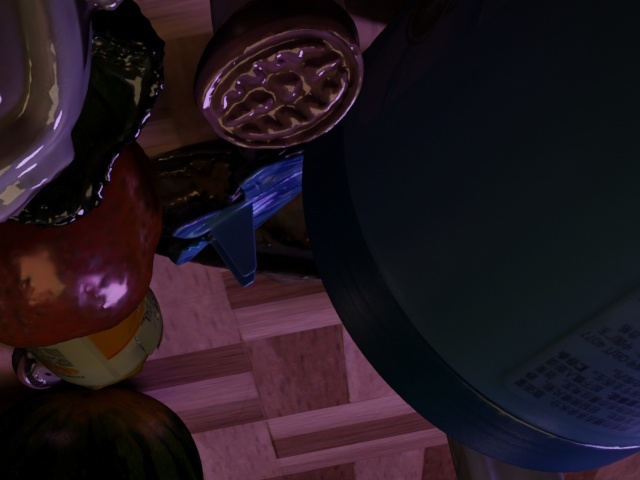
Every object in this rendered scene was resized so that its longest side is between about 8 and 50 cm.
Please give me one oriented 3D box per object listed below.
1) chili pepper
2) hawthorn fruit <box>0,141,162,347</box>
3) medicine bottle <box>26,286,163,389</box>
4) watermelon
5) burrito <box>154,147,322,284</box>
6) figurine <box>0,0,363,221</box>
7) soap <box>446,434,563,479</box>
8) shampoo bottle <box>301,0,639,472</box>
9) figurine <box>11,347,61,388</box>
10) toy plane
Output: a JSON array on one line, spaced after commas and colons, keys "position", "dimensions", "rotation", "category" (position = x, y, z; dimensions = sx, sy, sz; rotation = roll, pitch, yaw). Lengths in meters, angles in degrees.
[{"position": [-0.215, -0.081, 0.886], "dimensions": [0.265, 0.148, 0.116], "rotation": [-18, 157, 6], "category": "chili pepper"}, {"position": [-0.194, -0.022, 1.011], "dimensions": [0.189, 0.189, 0.189], "rotation": [-10, 158, -4], "category": "hawthorn fruit"}, {"position": [-0.206, 0.049, 1.230], "dimensions": [0.124, 0.124, 0.239], "rotation": [-12, 161, 2], "category": "medicine bottle"}, {"position": [-0.256, 0.283, 1.621], "dimensions": [0.269, 0.269, 0.269], "rotation": [-10, 158, -4], "category": "watermelon"}, {"position": [0.009, -0.002, 1.216], "dimensions": [0.175, 0.107, 0.348], "rotation": [-9, 161, 41], "category": "burrito"}, {"position": [-0.164, -0.122, 0.683], "dimensions": [0.361, 0.253, 0.211], "rotation": [-19, 175, -2], "category": "figurine"}, {"position": [0.160, 0.140, 1.440], "dimensions": [0.088, 0.265, 0.160], "rotation": [-11, 158, -2], "category": "soap"}, {"position": [0.213, -0.068, 0.872], "dimensions": [0.331, 0.331, 0.343], "rotation": [3, 154, -32], "category": "shampoo bottle"}, {"position": [-0.249, 0.104, 1.445], "dimensions": [0.129, 0.054, 0.072], "rotation": [-32, 166, 27], "category": "figurine"}, {"position": [-0.008, -0.067, 1.055], "dimensions": [0.246, 0.078, 0.169], "rotation": [-45, 173, -11], "category": "toy plane"}]
